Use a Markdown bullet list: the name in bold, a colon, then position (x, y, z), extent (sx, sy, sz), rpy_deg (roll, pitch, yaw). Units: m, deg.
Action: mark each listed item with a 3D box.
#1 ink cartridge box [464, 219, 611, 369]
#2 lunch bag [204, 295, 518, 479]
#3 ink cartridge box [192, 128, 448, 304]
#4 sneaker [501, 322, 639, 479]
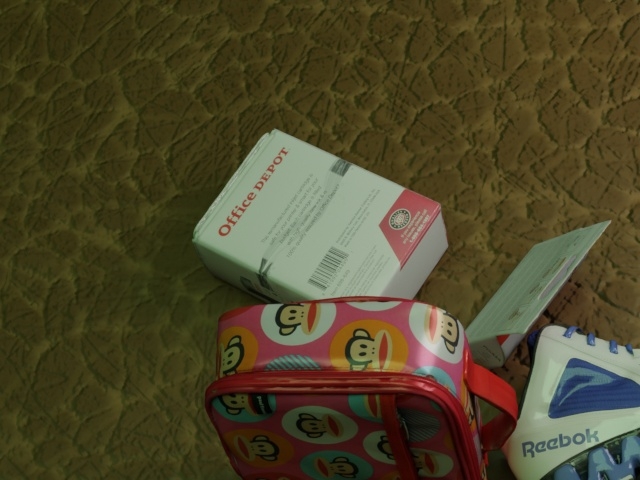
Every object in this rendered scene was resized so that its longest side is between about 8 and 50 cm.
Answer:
- **ink cartridge box**: position (0.214, 0.055, 1.491), extent (0.045, 0.179, 0.145), rpy_deg (43, 74, -9)
- **lunch bag**: position (0.049, 0.162, 1.395), extent (0.258, 0.293, 0.120), rpy_deg (-2, 55, 13)
- **ink cartridge box**: position (0.000, 0.000, 1.619), extent (0.218, 0.092, 0.158), rpy_deg (27, 69, 24)
- **sneaker**: position (0.289, 0.134, 1.448), extent (0.315, 0.127, 0.182), rpy_deg (-31, 60, -4)
